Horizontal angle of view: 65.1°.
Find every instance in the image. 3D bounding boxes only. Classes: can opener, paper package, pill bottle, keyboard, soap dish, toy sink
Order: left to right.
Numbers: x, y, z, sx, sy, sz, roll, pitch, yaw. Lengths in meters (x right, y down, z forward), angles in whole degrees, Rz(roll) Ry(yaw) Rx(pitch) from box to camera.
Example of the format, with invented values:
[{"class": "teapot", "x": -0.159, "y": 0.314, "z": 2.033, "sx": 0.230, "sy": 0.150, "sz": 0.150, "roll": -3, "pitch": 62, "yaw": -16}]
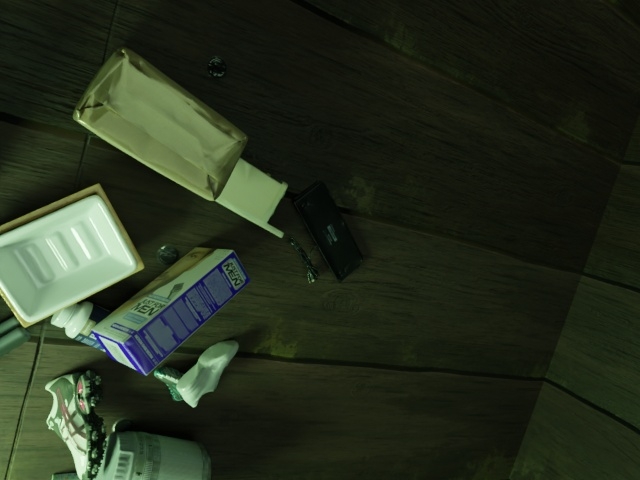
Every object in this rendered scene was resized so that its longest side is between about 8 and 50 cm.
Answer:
[{"class": "can opener", "x": -0.803, "y": 0.278, "z": 1.148, "sx": 0.280, "sy": 0.074, "sz": 0.093, "roll": -36, "pitch": 152, "yaw": -14}, {"class": "soap dish", "x": -0.594, "y": 0.028, "z": 1.152, "sx": 0.291, "sy": 0.118, "sz": 0.228, "roll": -29, "pitch": 115, "yaw": -18}, {"class": "pill bottle", "x": -0.561, "y": 0.207, "z": 1.232, "sx": 0.169, "sy": 0.094, "sz": 0.094, "roll": 35, "pitch": 86, "yaw": -31}, {"class": "paper package", "x": -0.353, "y": -0.245, "z": 1.086, "sx": 0.310, "sy": 0.325, "sz": 0.168, "roll": 34, "pitch": 86, "yaw": -30}, {"class": "toy sink", "x": -0.184, "y": -0.126, "z": 1.311, "sx": 0.234, "sy": 0.153, "sz": 0.131, "roll": 31, "pitch": 87, "yaw": -30}, {"class": "keyboard", "x": 0.000, "y": 0.000, "z": 1.514, "sx": 0.201, "sy": 0.033, "sz": 0.317, "roll": -39, "pitch": 117, "yaw": -21}]

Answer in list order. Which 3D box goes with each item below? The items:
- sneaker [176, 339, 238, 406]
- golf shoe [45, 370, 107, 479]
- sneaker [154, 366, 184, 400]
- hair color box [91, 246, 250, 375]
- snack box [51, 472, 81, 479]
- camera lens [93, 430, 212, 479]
[{"class": "sneaker", "x": -0.304, "y": 0.370, "z": 1.403, "sx": 0.212, "sy": 0.080, "sz": 0.094, "roll": -42, "pitch": 122, "yaw": -37}, {"class": "golf shoe", "x": -0.610, "y": 0.468, "z": 1.258, "sx": 0.120, "sy": 0.105, "sz": 0.272, "roll": -7, "pitch": 83, "yaw": -5}, {"class": "sneaker", "x": -0.397, "y": 0.411, "z": 1.397, "sx": 0.166, "sy": 0.065, "sz": 0.076, "roll": 36, "pitch": 89, "yaw": -29}, {"class": "hair color box", "x": -0.356, "y": 0.155, "z": 1.219, "sx": 0.339, "sy": 0.185, "sz": 0.110, "roll": -42, "pitch": 120, "yaw": -35}, {"class": "snack box", "x": -0.672, "y": 0.693, "z": 1.338, "sx": 0.100, "sy": 0.037, "sz": 0.141, "roll": 10, "pitch": 98, "yaw": -31}, {"class": "camera lens", "x": -0.447, "y": 0.637, "z": 1.338, "sx": 0.274, "sy": 0.219, "sz": 0.219, "roll": 25, "pitch": 91, "yaw": -31}]
